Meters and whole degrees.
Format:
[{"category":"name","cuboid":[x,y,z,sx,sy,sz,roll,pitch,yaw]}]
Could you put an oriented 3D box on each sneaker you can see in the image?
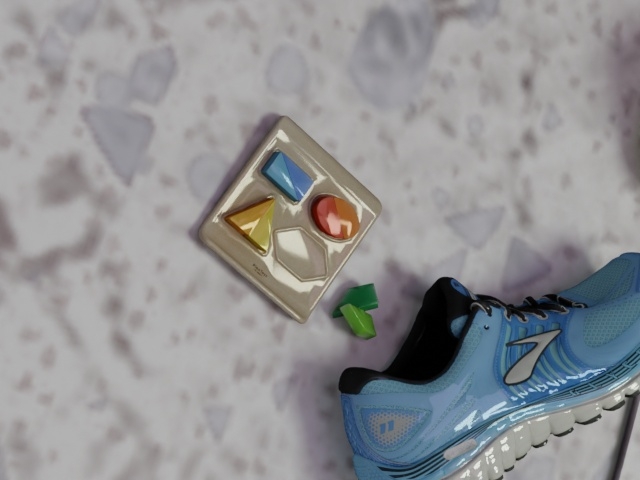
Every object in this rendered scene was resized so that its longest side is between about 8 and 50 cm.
[{"category":"sneaker","cuboid":[0.076,0.041,0.597,0.162,0.063,0.073,-30,100,-27]}]

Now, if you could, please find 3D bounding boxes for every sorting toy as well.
[{"category":"sorting toy","cuboid":[0.000,0.000,0.582,0.083,0.012,0.062,41,70,-22]}]
